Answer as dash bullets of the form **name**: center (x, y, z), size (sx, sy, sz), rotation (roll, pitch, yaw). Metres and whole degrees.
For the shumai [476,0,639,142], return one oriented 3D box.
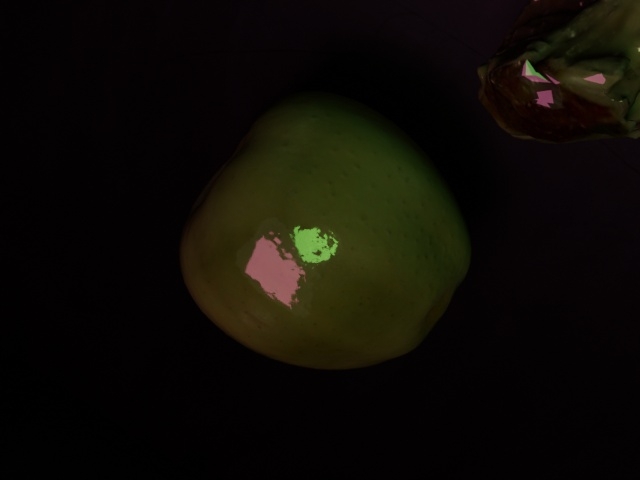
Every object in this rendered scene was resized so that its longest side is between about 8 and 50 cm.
- **shumai**: center (0.279, -0.145, 0.832), size (0.346, 0.283, 0.217), rotation (-18, 117, 43)

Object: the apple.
- **apple**: center (0.000, 0.000, 1.148), size (0.357, 0.357, 0.357), rotation (20, 139, 18)
